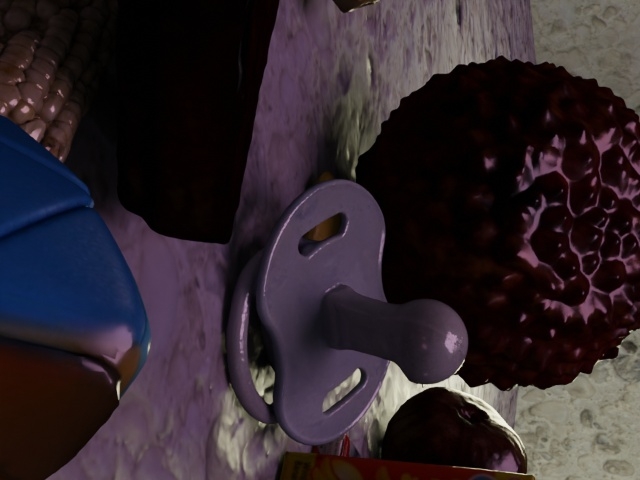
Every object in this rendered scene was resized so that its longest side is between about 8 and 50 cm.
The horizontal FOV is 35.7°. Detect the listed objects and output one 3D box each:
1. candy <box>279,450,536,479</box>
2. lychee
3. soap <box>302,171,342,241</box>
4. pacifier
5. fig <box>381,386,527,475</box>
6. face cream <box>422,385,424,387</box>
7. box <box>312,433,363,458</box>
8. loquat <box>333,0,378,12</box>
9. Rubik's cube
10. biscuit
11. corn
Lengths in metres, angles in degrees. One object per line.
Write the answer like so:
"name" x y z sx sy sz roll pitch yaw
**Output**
"candy" 0.085 0.313 1.046 0.088 0.276 0.146 68 31 -52
"lychee" 0.245 -0.026 1.276 0.500 0.424 0.424 -31 121 -55
"soap" 0.000 0.000 1.153 0.089 0.033 0.168 62 34 -52
"pacifier" 0.037 0.087 0.989 0.238 0.226 0.287 -31 121 -47
"fig" 0.185 0.385 1.521 0.217 0.217 0.321 -60 164 -55
"face cream" 0.203 0.088 1.710 0.143 0.089 0.314 -50 148 -61
"box" 0.037 0.304 1.269 0.218 0.039 0.055 62 36 -55
"loquat" 0.051 -0.351 1.117 0.152 0.152 0.195 9 85 -71
"Rubik's cube" -0.198 0.030 0.419 0.254 0.254 0.254 1 90 -71
"biscuit" -0.069 -0.202 0.670 0.407 0.091 0.407 -170 -90 -88
"corn" -0.163 -0.110 0.587 0.087 0.087 0.211 72 27 -44
